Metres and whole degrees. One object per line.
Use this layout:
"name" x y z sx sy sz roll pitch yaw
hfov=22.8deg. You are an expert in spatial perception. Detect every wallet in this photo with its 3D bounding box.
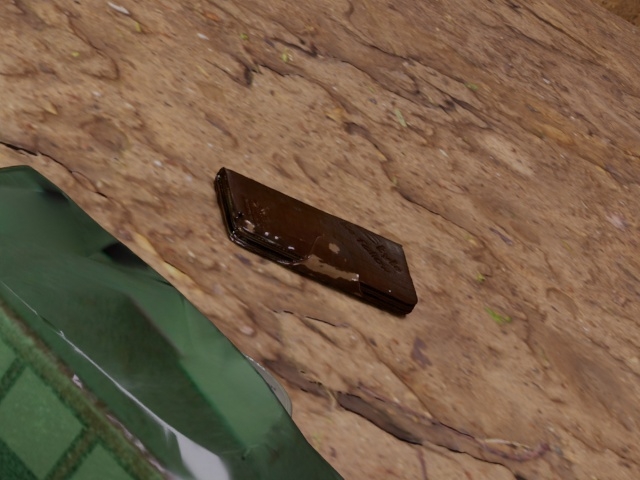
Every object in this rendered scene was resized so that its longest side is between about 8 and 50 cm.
"wallet" 0.000 0.000 1.256 0.176 0.026 0.095 25 28 -26

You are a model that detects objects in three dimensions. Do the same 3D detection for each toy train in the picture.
"toy train" -0.105 0.105 0.729 0.326 0.159 0.129 44 25 14

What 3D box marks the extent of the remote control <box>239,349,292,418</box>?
"remote control" -0.056 0.116 0.897 0.078 0.042 0.221 32 13 -9
